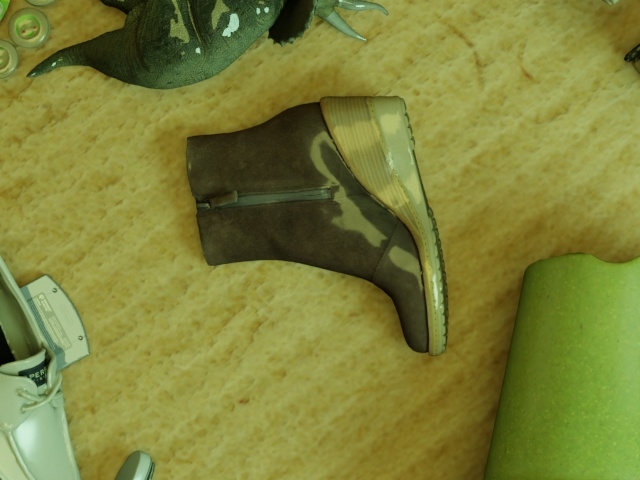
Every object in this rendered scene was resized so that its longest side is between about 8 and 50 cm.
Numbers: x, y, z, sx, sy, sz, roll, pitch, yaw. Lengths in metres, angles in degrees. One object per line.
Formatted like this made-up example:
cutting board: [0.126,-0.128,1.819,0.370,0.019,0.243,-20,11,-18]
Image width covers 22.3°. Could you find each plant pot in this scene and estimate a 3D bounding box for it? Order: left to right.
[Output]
plant pot: [0.259,0.149,1.398,0.276,0.276,0.254,6,78,-4]

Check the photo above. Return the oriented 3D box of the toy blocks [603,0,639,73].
toy blocks: [0.316,-0.319,1.373,0.260,0.288,0.309,-39,89,2]

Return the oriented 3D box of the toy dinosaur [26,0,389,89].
toy dinosaur: [-0.111,-0.205,1.426,0.313,0.121,0.160,-27,78,-8]

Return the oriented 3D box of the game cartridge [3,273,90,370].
game cartridge: [-0.244,0.075,1.464,0.056,0.017,0.083,-28,92,-1]

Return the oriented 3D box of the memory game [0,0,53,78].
memory game: [-0.325,-0.225,1.452,0.186,0.012,0.186,0,85,0]

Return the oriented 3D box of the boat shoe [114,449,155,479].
boat shoe: [-0.175,0.258,1.457,0.040,0.049,0.142,21,90,-23]

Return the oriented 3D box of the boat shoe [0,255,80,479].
boat shoe: [-0.267,0.121,1.413,0.088,0.096,0.268,-26,84,39]

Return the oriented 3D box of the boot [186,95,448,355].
boot: [0.000,0.000,1.465,0.206,0.090,0.248,-13,92,8]
